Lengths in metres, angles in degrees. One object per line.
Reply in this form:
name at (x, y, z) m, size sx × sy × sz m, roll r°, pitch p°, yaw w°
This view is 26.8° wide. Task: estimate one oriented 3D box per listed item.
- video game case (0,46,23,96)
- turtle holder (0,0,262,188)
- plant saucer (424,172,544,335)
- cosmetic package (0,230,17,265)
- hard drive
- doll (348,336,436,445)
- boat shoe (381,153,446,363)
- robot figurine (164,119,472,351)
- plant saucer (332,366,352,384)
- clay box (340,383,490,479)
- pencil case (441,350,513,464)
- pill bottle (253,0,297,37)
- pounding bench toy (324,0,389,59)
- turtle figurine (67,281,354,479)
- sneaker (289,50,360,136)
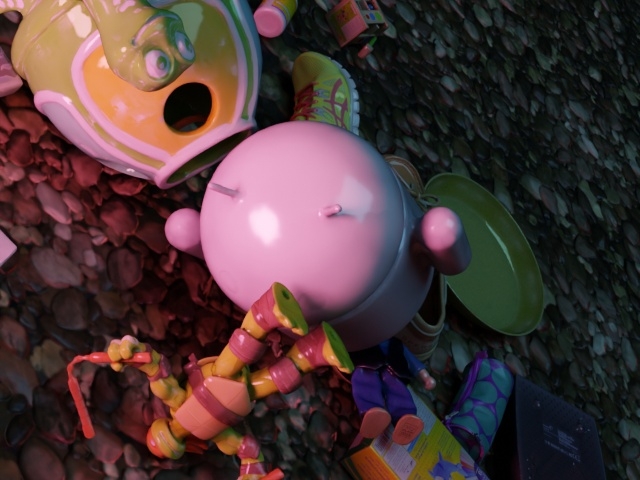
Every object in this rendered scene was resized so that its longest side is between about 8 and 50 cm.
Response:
video game case at (-0.399, -0.199, 1.264) m, size 0.183 × 0.023 × 0.201 m, roll 57°, pitch 35°, yaw 2°
turtle holder at (-0.155, -0.186, 1.295) m, size 0.243 × 0.320 × 0.227 m, roll -29°, pitch 87°, yaw -32°
plant saucer at (0.205, 0.024, 1.778) m, size 0.241 × 0.037 × 0.241 m, roll 30°, pitch 42°, yaw -31°
cosmetic package at (-0.358, 0.039, 1.073) m, size 0.117 × 0.085 × 0.231 m, roll 48°, pitch 37°, yaw -12°
hard drive at (0.283, 0.304, 1.633) m, size 0.172 × 0.054 × 0.255 m, roll 30°, pitch 43°, yaw -31°
doll at (0.069, 0.143, 1.467) m, size 0.129 × 0.046 × 0.189 m, roll 14°, pitch 32°, yaw -16°
boat shoe at (0.108, 0.007, 1.610) m, size 0.104 × 0.089 × 0.285 m, roll 4°, pitch 58°, yaw -20°
robot figurine at (0.000, 0.000, 1.351) m, size 0.353 × 0.300 × 0.200 m, roll 43°, pitch 46°, yaw -71°
plant saucer at (0.033, 0.130, 1.513) m, size 0.083 × 0.015 × 0.083 m, roll 29°, pitch 44°, yaw -32°
clay box at (0.129, 0.281, 1.473) m, size 0.222 × 0.053 × 0.127 m, roll 51°, pitch 35°, yaw -7°
pencil case at (0.180, 0.201, 1.587) m, size 0.070 × 0.064 × 0.152 m, roll 63°, pitch 32°, yaw -19°
pill bottle at (-0.055, -0.297, 1.723) m, size 0.043 × 0.043 × 0.083 m, roll 44°, pitch 38°, yaw -16°
pounding bench toy at (0.059, -0.287, 1.840) m, size 0.065 × 0.052 × 0.083 m, roll -13°, pitch 73°, yaw -53°
turtle figurine at (-0.079, 0.147, 1.235) m, size 0.269 × 0.217 × 0.087 m, roll 47°, pitch 15°, yaw -20°
sneaker at (-0.004, -0.144, 1.631) m, size 0.094 × 0.081 × 0.208 m, roll 9°, pitch 56°, yaw -43°
